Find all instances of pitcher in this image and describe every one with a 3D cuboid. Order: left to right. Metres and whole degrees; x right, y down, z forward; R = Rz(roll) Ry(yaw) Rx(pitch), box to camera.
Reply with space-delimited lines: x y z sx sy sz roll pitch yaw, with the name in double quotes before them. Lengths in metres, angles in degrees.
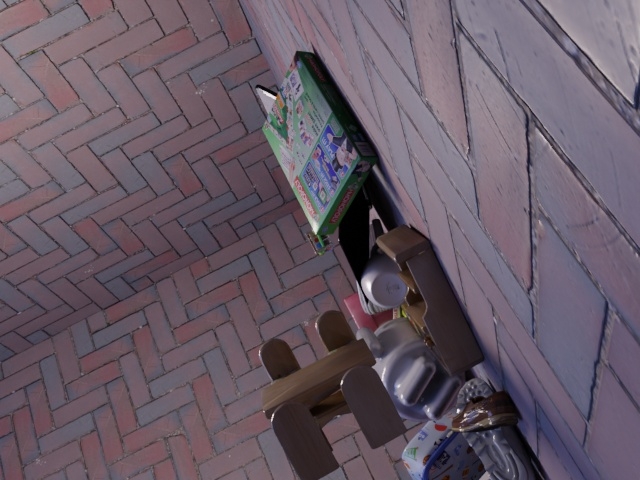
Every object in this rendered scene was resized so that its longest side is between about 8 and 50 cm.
"pitcher" 0.149 0.053 1.855 0.207 0.125 0.177 -79 -30 -71

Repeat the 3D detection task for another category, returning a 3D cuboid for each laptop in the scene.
"laptop" -0.013 -0.104 1.902 0.408 0.236 0.382 31 165 24

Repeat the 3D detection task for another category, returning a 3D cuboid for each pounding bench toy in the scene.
"pounding bench toy" 0.000 0.000 1.971 0.065 0.052 0.083 62 179 6

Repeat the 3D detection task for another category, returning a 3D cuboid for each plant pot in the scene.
"plant pot" 0.194 0.227 2.444 0.201 0.180 0.201 63 179 2

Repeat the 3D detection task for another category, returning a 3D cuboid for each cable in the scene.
"cable" 0.142 0.078 2.244 0.257 0.089 0.257 22 -124 -84

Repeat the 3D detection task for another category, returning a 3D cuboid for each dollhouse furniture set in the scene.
"dollhouse furniture set" 0.056 0.182 1.471 0.256 0.394 0.362 63 178 -12

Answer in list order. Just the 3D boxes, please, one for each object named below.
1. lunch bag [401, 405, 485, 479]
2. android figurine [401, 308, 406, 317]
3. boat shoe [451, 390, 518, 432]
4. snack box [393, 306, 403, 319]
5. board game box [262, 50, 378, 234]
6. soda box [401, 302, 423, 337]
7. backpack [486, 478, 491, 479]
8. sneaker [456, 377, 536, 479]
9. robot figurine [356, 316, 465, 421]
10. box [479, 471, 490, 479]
"lunch bag" 0.348 0.566 2.122 0.115 0.243 0.303 32 158 41
"android figurine" 0.299 0.288 2.192 0.248 0.056 0.273 63 -179 -4
"boat shoe" 0.291 0.309 1.433 0.178 0.064 0.060 136 132 -61
"snack box" 0.220 0.181 2.271 0.064 0.022 0.178 63 -154 -58
"board game box" -0.012 -0.198 1.611 0.317 0.046 0.213 63 141 33
"soda box" 0.233 0.166 1.880 0.058 0.061 0.181 63 180 -12
"backpack" 0.477 0.730 2.107 0.173 0.158 0.117 51 -169 -13
"sneaker" 0.334 0.372 1.513 0.095 0.090 0.235 23 -141 -47
"robot figurine" 0.222 0.302 1.914 0.300 0.199 0.353 33 -176 -13
"box" 0.520 0.845 2.370 0.215 0.168 0.345 63 179 -12
